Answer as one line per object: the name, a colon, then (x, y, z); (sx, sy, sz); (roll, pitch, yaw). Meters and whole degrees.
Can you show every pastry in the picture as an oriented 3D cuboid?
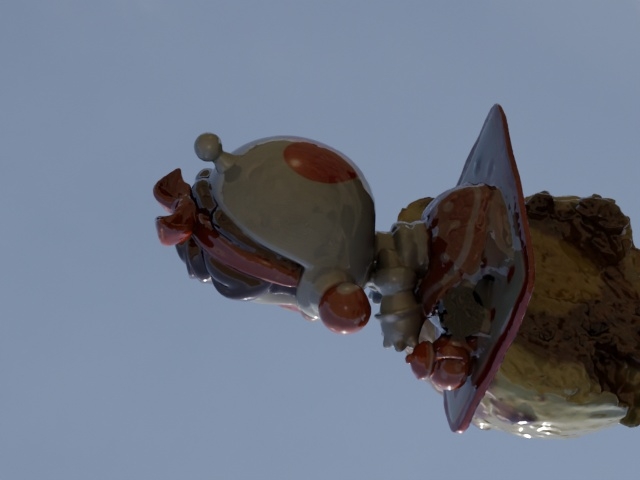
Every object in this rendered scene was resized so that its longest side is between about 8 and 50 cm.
pastry: (0.170, 0.079, 1.714); (0.236, 0.170, 0.256); (2, -133, -14)

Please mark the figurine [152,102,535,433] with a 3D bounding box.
figurine: (0.000, 0.000, 1.244); (0.226, 0.160, 0.183); (10, -138, -14)
